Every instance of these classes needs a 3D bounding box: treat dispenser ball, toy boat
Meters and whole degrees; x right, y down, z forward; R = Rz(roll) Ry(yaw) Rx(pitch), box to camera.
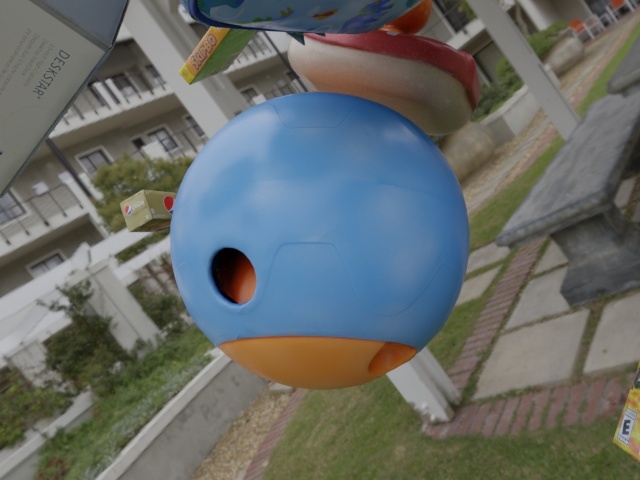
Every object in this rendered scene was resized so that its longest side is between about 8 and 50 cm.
[{"bbox_3d":[0.000,0.000,0.545,0.288,0.288,0.288,-36,4,3],"label":"treat dispenser ball"},{"bbox_3d":[0.079,-0.223,0.630,0.151,0.231,0.151,26,-95,-66],"label":"toy boat"}]

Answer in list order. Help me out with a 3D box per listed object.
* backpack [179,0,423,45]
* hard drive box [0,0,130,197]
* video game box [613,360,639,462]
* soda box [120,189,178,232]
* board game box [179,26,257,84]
[{"bbox_3d":[0.007,-0.279,0.371,0.356,0.273,0.290,1,-20,-37],"label":"backpack"},{"bbox_3d":[-0.280,-0.157,0.364,0.181,0.232,0.089,-36,39,29],"label":"hard drive box"},{"bbox_3d":[0.270,0.077,0.328,0.205,0.048,0.187,17,-87,-87],"label":"video game box"},{"bbox_3d":[-0.283,-0.052,1.035,0.061,0.058,0.181,-25,-9,23],"label":"soda box"},{"bbox_3d":[-0.122,-0.360,0.883,0.259,0.039,0.124,-36,9,35],"label":"board game box"}]
